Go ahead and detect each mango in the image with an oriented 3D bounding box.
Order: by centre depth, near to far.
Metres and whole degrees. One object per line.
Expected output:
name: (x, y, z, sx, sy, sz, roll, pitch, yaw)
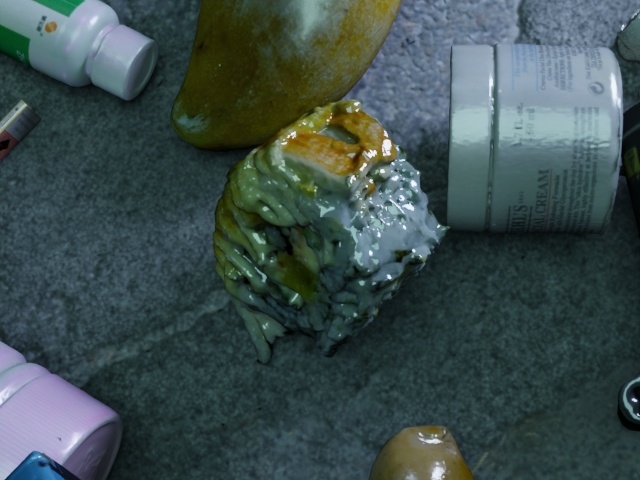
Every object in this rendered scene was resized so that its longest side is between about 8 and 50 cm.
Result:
mango: (-0.034, -0.221, 1.277, 0.193, 0.146, 0.316, 33, 90, 19)

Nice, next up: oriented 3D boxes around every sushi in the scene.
sushi: (0.000, 0.000, 1.199, 0.139, 0.274, 0.184, -38, 79, -30)

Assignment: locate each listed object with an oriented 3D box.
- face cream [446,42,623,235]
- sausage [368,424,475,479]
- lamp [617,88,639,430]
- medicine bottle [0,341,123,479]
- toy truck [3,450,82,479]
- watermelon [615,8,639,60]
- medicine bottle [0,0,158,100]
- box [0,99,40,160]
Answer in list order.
face cream: (0.194, -0.094, 1.206, 0.153, 0.177, 0.177, 2, 79, 6)
sausage: (0.141, 0.409, 1.136, 0.136, 0.123, 0.500, -20, 76, -1)
lamp: (0.372, -0.035, 1.163, 0.374, 0.205, 0.272, -31, 73, 6)
medicine bottle: (-0.366, 0.169, 1.200, 0.316, 0.202, 0.202, 29, 83, 12)
toy truck: (-0.133, 0.344, 1.077, 0.161, 0.162, 0.385, -48, 116, -6)
watermelon: (0.402, -0.250, 1.273, 0.241, 0.094, 0.154, -34, 86, 0)
medicine bottle: (-0.294, -0.227, 1.329, 0.260, 0.095, 0.095, 26, 82, 12)
box: (-0.325, -0.104, 1.331, 0.012, 0.046, 0.083, 41, 85, 13)
